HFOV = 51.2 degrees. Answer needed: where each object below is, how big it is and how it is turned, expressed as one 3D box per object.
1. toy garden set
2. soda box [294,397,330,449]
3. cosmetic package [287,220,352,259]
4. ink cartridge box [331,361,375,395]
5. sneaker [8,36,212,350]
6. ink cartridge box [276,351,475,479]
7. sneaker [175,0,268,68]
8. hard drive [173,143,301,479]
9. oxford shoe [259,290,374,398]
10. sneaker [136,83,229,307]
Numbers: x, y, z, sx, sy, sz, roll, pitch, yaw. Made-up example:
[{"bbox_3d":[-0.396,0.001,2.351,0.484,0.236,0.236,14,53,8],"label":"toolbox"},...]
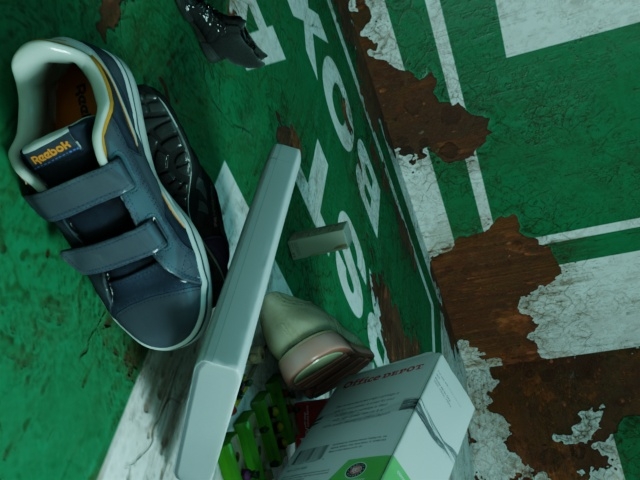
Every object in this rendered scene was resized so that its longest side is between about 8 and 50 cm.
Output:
[{"bbox_3d":[-0.084,0.245,0.974,0.244,0.049,0.204,-41,118,-71],"label":"toy garden set"},{"bbox_3d":[0.016,0.403,1.118,0.083,0.092,0.263,44,38,-57],"label":"soda box"},{"bbox_3d":[0.000,0.000,1.298,0.060,0.115,0.041,-57,133,-66],"label":"cosmetic package"},{"bbox_3d":[0.082,0.380,1.352,0.212,0.093,0.154,-79,153,-48],"label":"ink cartridge box"},{"bbox_3d":[-0.209,-0.039,0.637,0.127,0.126,0.321,-11,78,-78],"label":"sneaker"},{"bbox_3d":[0.079,0.312,0.975,0.121,0.211,0.289,57,39,-11],"label":"ink cartridge box"},{"bbox_3d":[-0.157,-0.344,1.065,0.051,0.089,0.170,-85,157,-44],"label":"sneaker"},{"bbox_3d":[-0.094,0.076,0.801,0.353,0.047,0.233,-79,-174,-48],"label":"hard drive"},{"bbox_3d":[-0.006,0.172,1.140,0.146,0.140,0.397,55,-4,20],"label":"oxford shoe"},{"bbox_3d":[-0.180,-0.060,0.806,0.124,0.107,0.283,-82,165,-57],"label":"sneaker"}]
